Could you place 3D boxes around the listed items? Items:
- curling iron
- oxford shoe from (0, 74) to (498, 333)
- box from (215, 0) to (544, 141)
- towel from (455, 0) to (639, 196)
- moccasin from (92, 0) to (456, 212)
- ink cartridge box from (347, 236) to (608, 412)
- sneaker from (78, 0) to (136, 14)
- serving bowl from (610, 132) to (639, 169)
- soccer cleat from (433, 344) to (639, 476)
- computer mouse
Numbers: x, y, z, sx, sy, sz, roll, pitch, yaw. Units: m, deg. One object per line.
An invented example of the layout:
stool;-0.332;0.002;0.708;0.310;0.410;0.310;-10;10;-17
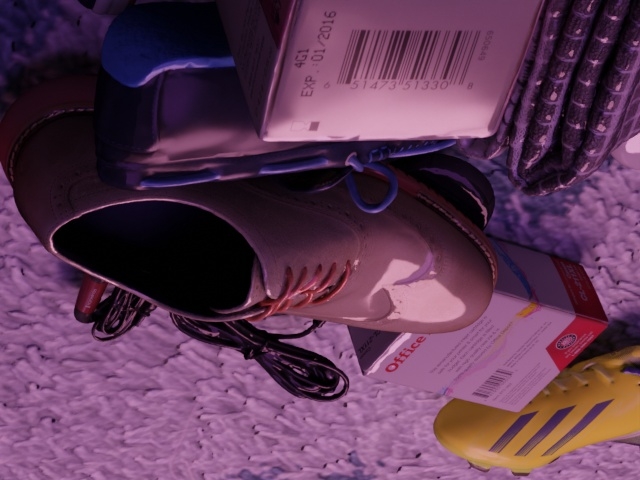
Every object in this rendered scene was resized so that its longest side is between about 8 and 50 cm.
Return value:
curling iron;-0.132;-0.031;1.371;0.068;0.035;0.274;-17;141;-35
oxford shoe;-0.037;0.015;1.306;0.397;0.146;0.140;15;124;-26
box;0.020;-0.181;1.093;0.148;0.232;0.127;-2;138;-18
towel;0.207;-0.186;1.172;0.235;0.121;0.284;-37;153;-39
moccasin;-0.017;-0.091;1.230;0.342;0.138;0.117;-1;120;-40
ink cartridge box;0.127;0.064;1.541;0.175;0.072;0.127;16;130;-34
sneaker;-0.176;-0.243;1.056;0.153;0.099;0.282;-7;138;-12
serving bowl;0.265;-0.082;1.459;0.083;0.027;0.083;-10;141;-8
soccer cleat;0.237;0.137;1.662;0.289;0.093;0.121;-3;128;-19
computer mouse;0.000;0.000;1.443;0.184;0.060;0.262;27;122;-20
